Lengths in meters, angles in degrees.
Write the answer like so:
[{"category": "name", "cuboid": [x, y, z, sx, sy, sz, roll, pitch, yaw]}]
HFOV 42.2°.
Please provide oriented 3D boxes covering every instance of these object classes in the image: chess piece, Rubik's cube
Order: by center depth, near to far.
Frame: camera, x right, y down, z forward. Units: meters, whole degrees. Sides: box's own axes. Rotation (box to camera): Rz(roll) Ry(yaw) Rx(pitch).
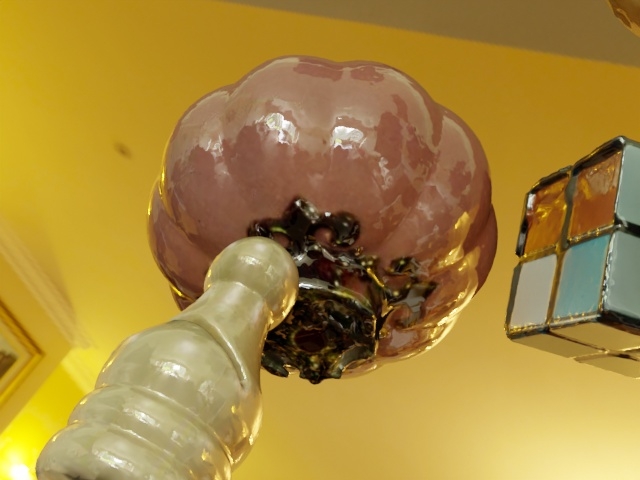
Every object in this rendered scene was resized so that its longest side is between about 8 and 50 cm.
[{"category": "chess piece", "cuboid": [-0.097, 0.126, 0.416, 0.124, 0.307, 0.139, 13, -37, 25]}, {"category": "Rubik's cube", "cuboid": [0.302, 0.026, 0.810, 0.167, 0.180, 0.183, 17, -19, -11]}]

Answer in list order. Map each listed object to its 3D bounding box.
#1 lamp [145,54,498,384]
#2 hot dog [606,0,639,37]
[{"category": "lamp", "cuboid": [0.000, 0.000, 0.700, 0.305, 0.240, 0.305, 3, -48, 3]}, {"category": "hot dog", "cuboid": [0.250, -0.275, 0.331, 0.185, 0.405, 0.223, 12, -8, -3]}]
